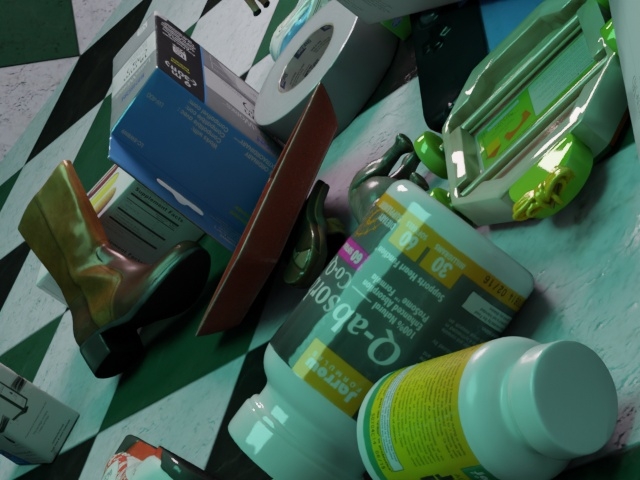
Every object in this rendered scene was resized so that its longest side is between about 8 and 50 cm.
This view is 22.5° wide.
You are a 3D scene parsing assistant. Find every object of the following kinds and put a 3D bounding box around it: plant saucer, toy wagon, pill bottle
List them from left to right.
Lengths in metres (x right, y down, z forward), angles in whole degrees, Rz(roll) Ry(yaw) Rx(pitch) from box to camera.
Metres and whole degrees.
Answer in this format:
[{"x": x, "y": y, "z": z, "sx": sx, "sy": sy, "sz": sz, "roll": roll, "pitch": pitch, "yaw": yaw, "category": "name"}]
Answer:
[{"x": -0.058, "y": -0.025, "z": 1.930, "sx": 0.259, "sy": 0.048, "sz": 0.258, "roll": 121, "pitch": 173, "yaw": -61, "category": "plant saucer"}, {"x": 0.051, "y": 0.097, "z": 1.444, "sx": 0.278, "sy": 0.162, "sz": 0.162, "roll": -53, "pitch": 21, "yaw": 3, "category": "pill bottle"}, {"x": 0.132, "y": 0.141, "z": 1.270, "sx": 0.208, "sy": 0.117, "sz": 0.117, "roll": -24, "pitch": 36, "yaw": 52, "category": "pill bottle"}, {"x": 0.209, "y": -0.112, "z": 1.562, "sx": 0.267, "sy": 0.068, "sz": 0.344, "roll": -45, "pitch": 24, "yaw": 24, "category": "toy wagon"}]

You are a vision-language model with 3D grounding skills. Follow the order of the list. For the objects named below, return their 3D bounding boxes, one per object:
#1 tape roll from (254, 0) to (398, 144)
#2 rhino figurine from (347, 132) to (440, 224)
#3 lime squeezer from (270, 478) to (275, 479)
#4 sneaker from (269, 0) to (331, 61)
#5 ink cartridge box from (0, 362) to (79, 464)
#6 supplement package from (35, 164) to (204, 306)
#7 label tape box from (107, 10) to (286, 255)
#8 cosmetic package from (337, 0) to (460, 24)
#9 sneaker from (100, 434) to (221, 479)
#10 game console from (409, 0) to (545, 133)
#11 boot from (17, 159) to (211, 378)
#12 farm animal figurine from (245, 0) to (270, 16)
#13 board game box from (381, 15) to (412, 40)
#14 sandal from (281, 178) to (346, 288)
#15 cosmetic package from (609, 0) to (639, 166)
[{"x": 0.007, "y": -0.224, "z": 2.151, "sx": 0.219, "sy": 0.072, "sz": 0.219, "roll": -44, "pitch": 24, "yaw": 25, "category": "tape roll"}, {"x": 0.082, "y": -0.022, "z": 1.684, "sx": 0.106, "sy": 0.073, "sz": 0.243, "roll": -45, "pitch": 24, "yaw": 18, "category": "rhino figurine"}, {"x": -0.046, "y": 0.240, "z": 1.576, "sx": 0.110, "sy": 0.059, "sz": 0.310, "roll": -23, "pitch": 38, "yaw": 53, "category": "lime squeezer"}, {"x": 0.010, "y": -0.346, "z": 2.304, "sx": 0.086, "sy": 0.085, "sz": 0.237, "roll": 33, "pitch": 101, "yaw": 32, "category": "sneaker"}, {"x": -0.466, "y": 0.230, "z": 2.270, "sx": 0.148, "sy": 0.203, "sz": 0.086, "roll": -15, "pitch": 44, "yaw": 59, "category": "ink cartridge box"}, {"x": -0.284, "y": -0.012, "z": 2.353, "sx": 0.244, "sy": 0.134, "sz": 0.139, "roll": -44, "pitch": 23, "yaw": 23, "category": "supplement package"}, {"x": -0.158, "y": -0.145, "z": 2.147, "sx": 0.106, "sy": 0.240, "sz": 0.334, "roll": -46, "pitch": 23, "yaw": 16, "category": "label tape box"}, {"x": 0.111, "y": -0.379, "z": 1.853, "sx": 0.365, "sy": 0.197, "sz": 0.155, "roll": -2, "pitch": 57, "yaw": 60, "category": "cosmetic package"}, {"x": -0.192, "y": 0.299, "z": 1.751, "sx": 0.145, "sy": 0.090, "sz": 0.270, "roll": -60, "pitch": 18, "yaw": -12, "category": "sneaker"}, {"x": 0.246, "y": -0.332, "z": 1.831, "sx": 0.386, "sy": 0.060, "sz": 0.342, "roll": -43, "pitch": 23, "yaw": 27, "category": "game console"}, {"x": -0.285, "y": 0.005, "z": 2.201, "sx": 0.264, "sy": 0.096, "sz": 0.280, "roll": -50, "pitch": 58, "yaw": 37, "category": "boot"}, {"x": -0.006, "y": -0.523, "z": 2.397, "sx": 0.330, "sy": 0.172, "sz": 0.327, "roll": -35, "pitch": -6, "yaw": -30, "category": "farm animal figurine"}, {"x": 0.153, "y": -0.418, "z": 2.175, "sx": 0.213, "sy": 0.046, "sz": 0.317, "roll": -47, "pitch": 22, "yaw": 21, "category": "board game box"}, {"x": 0.000, "y": 0.000, "z": 1.832, "sx": 0.090, "sy": 0.060, "sz": 0.219, "roll": -63, "pitch": 10, "yaw": 16, "category": "sandal"}, {"x": 0.324, "y": -0.266, "z": 1.337, "sx": 0.377, "sy": 0.097, "sz": 0.284, "roll": -85, "pitch": 6, "yaw": -53, "category": "cosmetic package"}]
